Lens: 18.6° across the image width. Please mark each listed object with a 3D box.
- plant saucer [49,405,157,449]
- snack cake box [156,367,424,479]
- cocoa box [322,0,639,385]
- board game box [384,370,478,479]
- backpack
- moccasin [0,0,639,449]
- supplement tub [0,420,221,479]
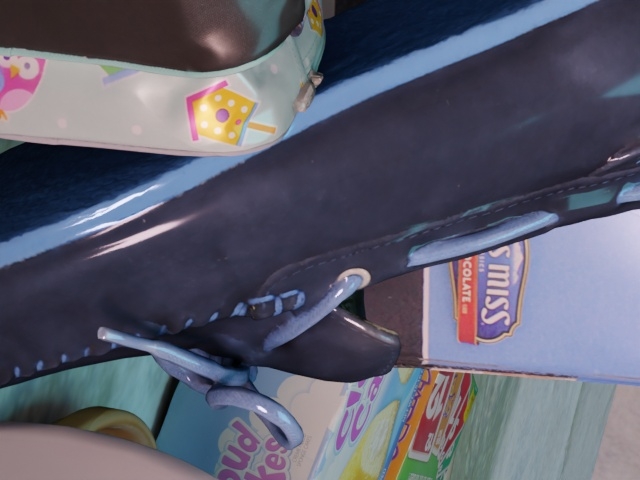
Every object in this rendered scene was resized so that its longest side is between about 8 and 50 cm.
[{"bbox_3d":[-0.130,0.166,0.858,0.200,0.037,0.200,16,90,-73],"label":"plant saucer"},{"bbox_3d":[-0.008,0.079,1.049,0.152,0.089,0.264,30,80,-74],"label":"snack cake box"},{"bbox_3d":[0.090,-0.134,0.807,0.231,0.227,0.347,-31,123,-71],"label":"cocoa box"},{"bbox_3d":[0.034,0.182,1.209,0.259,0.039,0.124,-64,161,-18],"label":"board game box"},{"bbox_3d":[-0.062,-0.114,0.581,0.188,0.165,0.144,-69,158,-50],"label":"backpack"},{"bbox_3d":[0.000,0.000,0.634,0.138,0.342,0.117,-107,176,-69],"label":"moccasin"},{"bbox_3d":[-0.113,0.253,0.650,0.241,0.241,0.331,-47,150,-54],"label":"supplement tub"}]
